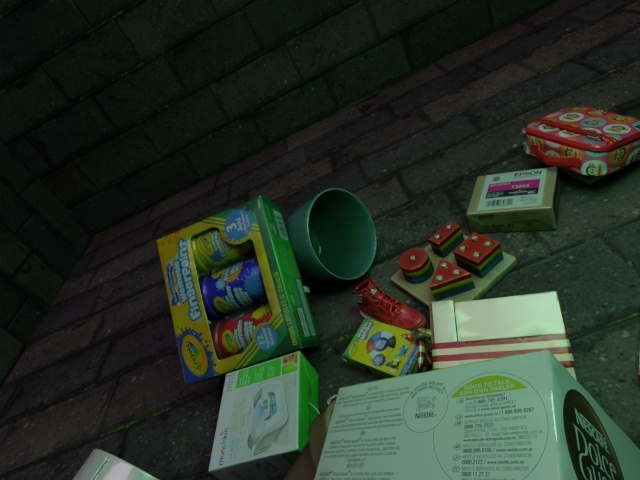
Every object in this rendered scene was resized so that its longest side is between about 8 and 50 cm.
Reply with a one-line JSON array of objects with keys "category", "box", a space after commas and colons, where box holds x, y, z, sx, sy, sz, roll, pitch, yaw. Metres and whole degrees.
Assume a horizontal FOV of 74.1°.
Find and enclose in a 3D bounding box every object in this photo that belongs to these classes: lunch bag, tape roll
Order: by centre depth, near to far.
[{"category": "tape roll", "box": [-0.418, 0.582, 0.949, 0.286, 0.286, 0.100, -3, 42, 35]}, {"category": "lunch bag", "box": [0.753, -0.288, 1.243, 0.258, 0.120, 0.293, -23, 33, -13]}]

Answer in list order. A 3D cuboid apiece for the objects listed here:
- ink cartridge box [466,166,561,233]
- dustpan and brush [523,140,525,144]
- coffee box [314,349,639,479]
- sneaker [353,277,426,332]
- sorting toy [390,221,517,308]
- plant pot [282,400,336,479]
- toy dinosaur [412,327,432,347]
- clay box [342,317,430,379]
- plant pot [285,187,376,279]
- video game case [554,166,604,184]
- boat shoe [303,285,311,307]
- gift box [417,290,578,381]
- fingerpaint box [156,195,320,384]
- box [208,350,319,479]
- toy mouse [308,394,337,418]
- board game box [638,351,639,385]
[{"category": "ink cartridge box", "box": [0.578, -0.119, 1.269, 0.234, 0.088, 0.193, -4, 43, 36]}, {"category": "dustpan and brush", "box": [0.807, -0.368, 1.457, 0.147, 0.060, 0.211, 20, 64, 36]}, {"category": "coffee box", "box": [0.209, 0.387, 0.524, 0.338, 0.337, 0.335, -28, 28, 40]}, {"category": "sneaker", "box": [0.174, 0.177, 1.158, 0.221, 0.128, 0.087, 6, 48, 43]}, {"category": "sorting toy", "box": [0.357, 0.066, 1.197, 0.255, 0.089, 0.257, -38, 34, -11]}, {"category": "plant pot", "box": [0.030, 0.481, 0.797, 0.229, 0.263, 0.263, -46, 32, 8]}, {"category": "toy dinosaur", "box": [0.325, 0.243, 0.994, 0.211, 0.064, 0.113, 4, 75, 2]}, {"category": "clay box", "box": [0.157, 0.282, 1.101, 0.221, 0.053, 0.127, 8, 52, 43]}, {"category": "plant pot", "box": [0.000, 0.000, 1.406, 0.235, 0.293, 0.293, -17, 32, 48]}, {"category": "video game case", "box": [0.826, -0.239, 1.294, 0.143, 0.019, 0.157, -29, 33, 2]}, {"category": "boat shoe", "box": [-0.181, 0.251, 1.362, 0.339, 0.127, 0.113, -19, 67, 10]}, {"category": "gift box", "box": [0.326, 0.261, 0.785, 0.257, 0.255, 0.277, -10, 52, 26]}, {"category": "fingerpaint box", "box": [-0.250, 0.148, 1.250, 0.370, 0.163, 0.446, -21, 75, 15]}, {"category": "box", "box": [-0.128, 0.443, 1.054, 0.230, 0.127, 0.262, -20, 35, 14]}, {"category": "toy mouse", "box": [0.035, 0.418, 1.003, 0.142, 0.031, 0.161, 14, 43, 17]}, {"category": "board game box", "box": [0.693, 0.194, 0.800, 0.146, 0.045, 0.194, 1, 44, 39]}]
